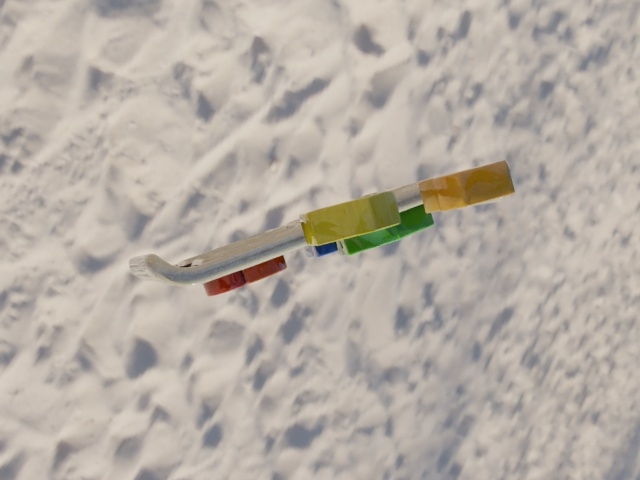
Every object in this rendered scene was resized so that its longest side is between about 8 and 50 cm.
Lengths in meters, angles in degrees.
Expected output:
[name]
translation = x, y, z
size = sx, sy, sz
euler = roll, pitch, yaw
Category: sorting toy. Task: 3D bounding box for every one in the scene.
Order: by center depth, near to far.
[sorting toy]
translation = 0.000, 0.000, 0.755
size = 0.307, 0.229, 0.041
euler = 174, -99, -78
